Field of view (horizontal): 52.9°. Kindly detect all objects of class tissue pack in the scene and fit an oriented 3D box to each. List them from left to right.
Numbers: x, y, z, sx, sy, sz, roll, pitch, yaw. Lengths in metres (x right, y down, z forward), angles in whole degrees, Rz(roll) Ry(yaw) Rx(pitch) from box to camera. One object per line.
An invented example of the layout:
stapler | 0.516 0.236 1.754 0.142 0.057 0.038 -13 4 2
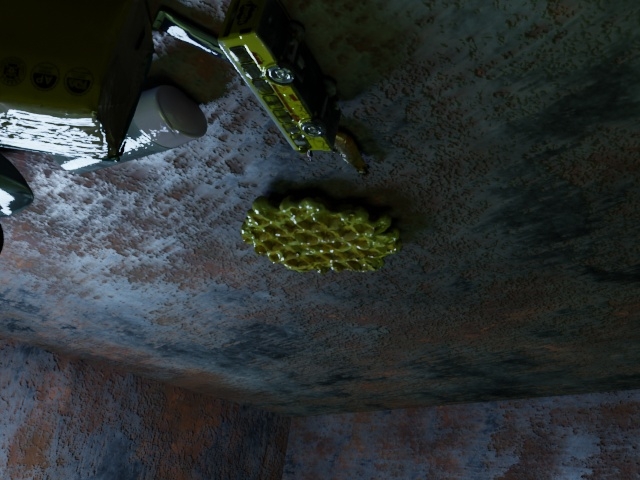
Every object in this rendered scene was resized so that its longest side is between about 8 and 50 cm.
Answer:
tissue pack | -0.350 -0.213 0.755 0.270 0.192 0.134 8 157 1

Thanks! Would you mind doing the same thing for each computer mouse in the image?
computer mouse | -0.687 -0.151 1.139 0.379 0.090 0.167 19 149 -7

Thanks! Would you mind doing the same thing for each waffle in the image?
waffle | 0.000 -0.003 1.245 0.311 0.060 0.307 9 156 5

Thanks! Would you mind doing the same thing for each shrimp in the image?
shrimp | 0.027 -0.132 0.997 0.091 0.025 0.127 -13 143 39

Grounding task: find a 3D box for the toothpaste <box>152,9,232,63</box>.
toothpaste | -0.141 -0.248 0.812 0.139 0.021 0.037 22 153 -22

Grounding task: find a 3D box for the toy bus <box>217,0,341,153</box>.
toy bus | -0.041 -0.200 0.807 0.074 0.081 0.226 -1 153 25

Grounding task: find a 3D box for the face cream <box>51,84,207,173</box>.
face cream | -0.301 -0.164 0.986 0.269 0.073 0.107 -9 154 35

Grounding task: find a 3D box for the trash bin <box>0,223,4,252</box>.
trash bin | -0.869 0.030 1.444 0.214 0.214 0.333 29 144 -36
